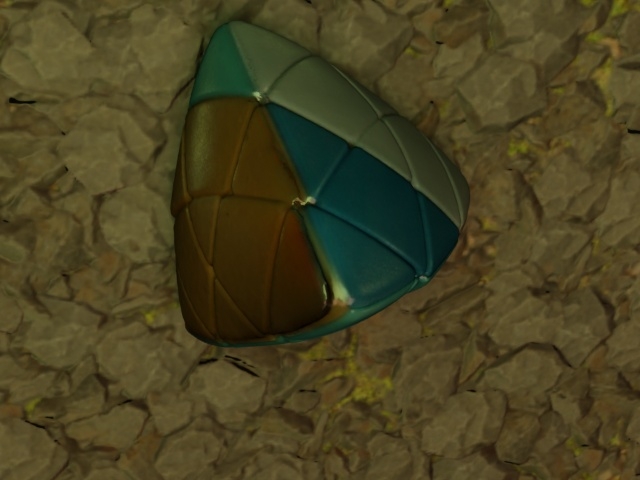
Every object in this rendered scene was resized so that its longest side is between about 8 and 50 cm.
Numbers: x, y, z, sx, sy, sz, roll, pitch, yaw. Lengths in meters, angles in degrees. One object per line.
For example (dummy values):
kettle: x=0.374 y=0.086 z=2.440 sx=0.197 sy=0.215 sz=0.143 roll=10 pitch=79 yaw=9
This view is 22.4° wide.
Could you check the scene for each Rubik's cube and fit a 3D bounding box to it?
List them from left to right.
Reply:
Rubik's cube: x=0.000 y=0.000 z=1.185 sx=0.254 sy=0.254 sz=0.254 roll=-7 pitch=120 yaw=-13
